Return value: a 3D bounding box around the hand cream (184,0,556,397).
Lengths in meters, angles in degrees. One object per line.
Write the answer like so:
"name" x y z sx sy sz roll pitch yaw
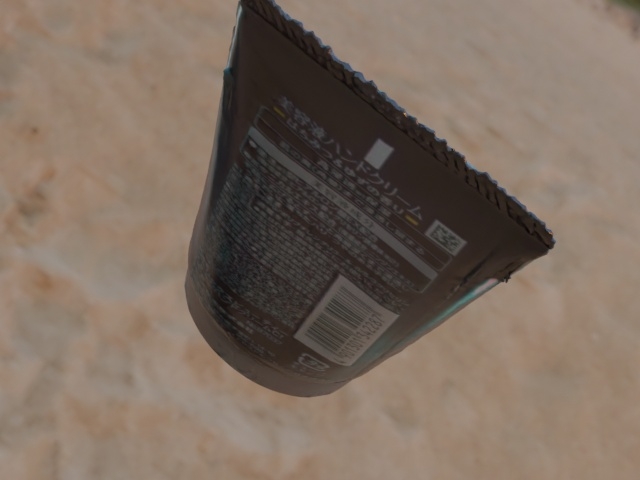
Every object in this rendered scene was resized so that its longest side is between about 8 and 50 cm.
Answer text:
"hand cream" 0.000 0.000 0.664 0.120 0.061 0.270 40 -17 3
